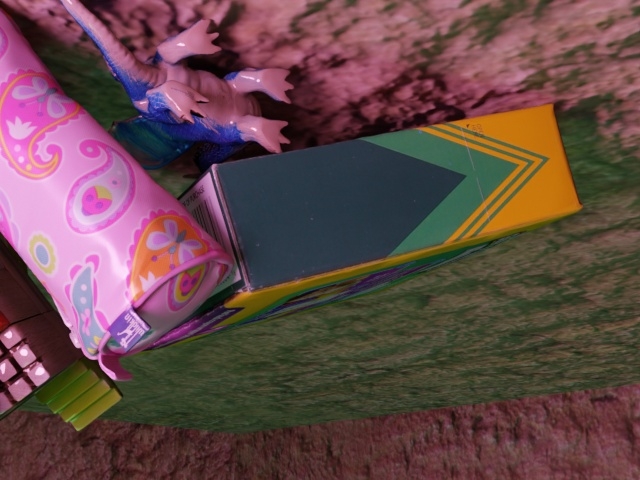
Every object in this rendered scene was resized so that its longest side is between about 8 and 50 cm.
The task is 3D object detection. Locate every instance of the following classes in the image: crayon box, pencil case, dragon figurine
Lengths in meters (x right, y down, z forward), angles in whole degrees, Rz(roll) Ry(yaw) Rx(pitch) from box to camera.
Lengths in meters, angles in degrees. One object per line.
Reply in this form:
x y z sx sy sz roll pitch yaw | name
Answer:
0.000 0.000 0.952 0.313 0.106 0.363 -14 173 -27 | crayon box
-0.190 -0.041 0.722 0.124 0.284 0.124 -41 169 -10 | pencil case
-0.120 -0.105 0.812 0.144 0.085 0.289 -13 159 41 | dragon figurine

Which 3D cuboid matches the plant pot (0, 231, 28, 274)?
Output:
-0.493 0.052 1.026 0.353 0.366 0.366 -11 162 3 | plant pot

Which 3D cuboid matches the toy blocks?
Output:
-0.318 0.014 0.760 0.190 0.381 0.261 -37 -178 -1 | toy blocks
